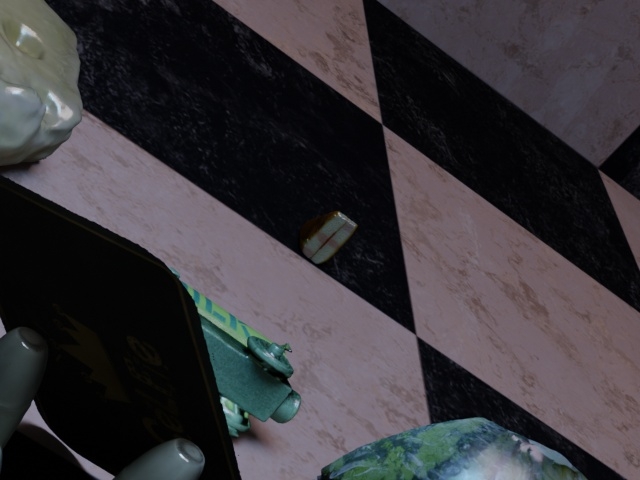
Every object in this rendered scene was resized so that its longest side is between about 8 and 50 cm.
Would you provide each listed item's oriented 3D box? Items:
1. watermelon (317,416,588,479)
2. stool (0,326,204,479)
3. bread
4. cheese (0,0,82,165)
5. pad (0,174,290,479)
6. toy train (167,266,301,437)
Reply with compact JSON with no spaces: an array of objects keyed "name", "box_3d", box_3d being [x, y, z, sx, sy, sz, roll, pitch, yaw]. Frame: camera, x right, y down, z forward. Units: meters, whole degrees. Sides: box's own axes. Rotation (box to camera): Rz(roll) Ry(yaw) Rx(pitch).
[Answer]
[{"name":"watermelon","box_3d":[0.150,0.304,1.672,0.305,0.224,0.180,31,-21,-21]},{"name":"stool","box_3d":[-0.210,0.207,1.126,0.195,0.198,0.195,38,23,-13]},{"name":"bread","box_3d":[0.000,0.000,2.109,0.043,0.062,0.109,39,-21,-15]},{"name":"cheese","box_3d":[-0.380,-0.207,1.746,0.318,0.115,0.326,50,23,20]},{"name":"pad","box_3d":[-0.152,0.126,1.221,0.315,0.375,0.063,24,56,28]},{"name":"toy train","box_3d":[-0.130,0.092,1.648,0.253,0.105,0.157,35,8,-17]}]
